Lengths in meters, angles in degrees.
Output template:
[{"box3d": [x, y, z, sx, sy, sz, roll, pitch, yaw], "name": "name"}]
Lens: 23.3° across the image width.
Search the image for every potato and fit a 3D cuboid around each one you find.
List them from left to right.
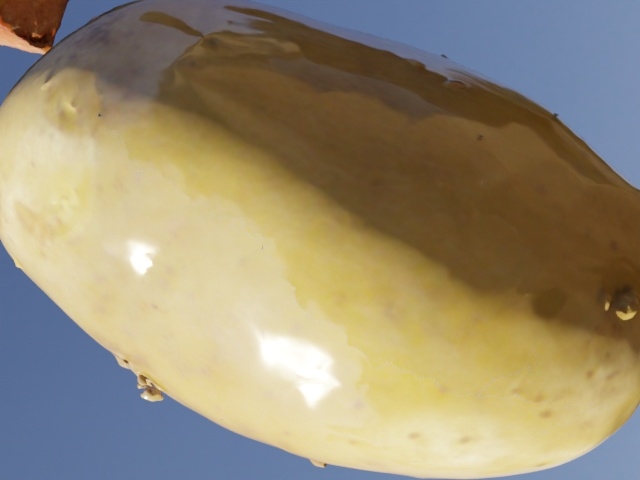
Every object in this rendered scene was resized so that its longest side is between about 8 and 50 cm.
[{"box3d": [0.000, 0.000, 0.394, 0.118, 0.178, 0.109, -69, 1, -78], "name": "potato"}]

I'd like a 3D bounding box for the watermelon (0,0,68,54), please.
[{"box3d": [-0.185, -0.154, 0.701, 0.145, 0.193, 0.137, 17, -141, -50], "name": "watermelon"}]
